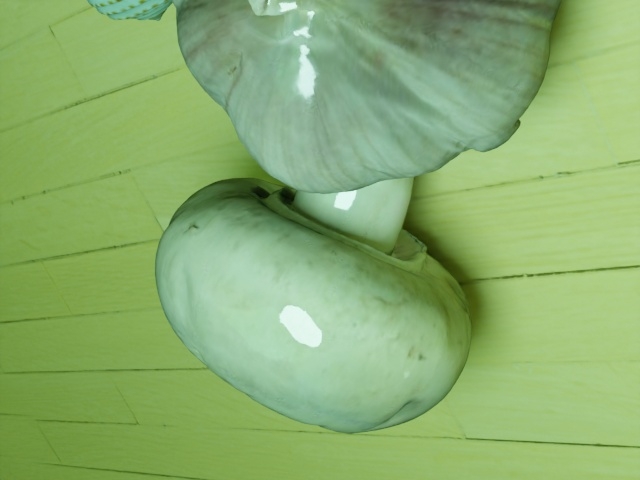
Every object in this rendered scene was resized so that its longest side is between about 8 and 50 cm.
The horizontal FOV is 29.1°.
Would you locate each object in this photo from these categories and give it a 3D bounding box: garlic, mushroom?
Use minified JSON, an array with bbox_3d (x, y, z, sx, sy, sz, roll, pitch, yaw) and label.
[{"bbox_3d":[0.032,-0.195,0.941,0.322,0.322,0.241,58,171,-10],"label":"garlic"},{"bbox_3d":[-0.021,0.030,1.160,0.315,0.315,0.356,7,136,43],"label":"mushroom"}]

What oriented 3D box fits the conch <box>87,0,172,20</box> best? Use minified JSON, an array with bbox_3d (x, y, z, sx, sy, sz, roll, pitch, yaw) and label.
[{"bbox_3d":[-0.181,-0.310,1.177,0.172,0.131,0.200,-135,43,-58],"label":"conch"}]
